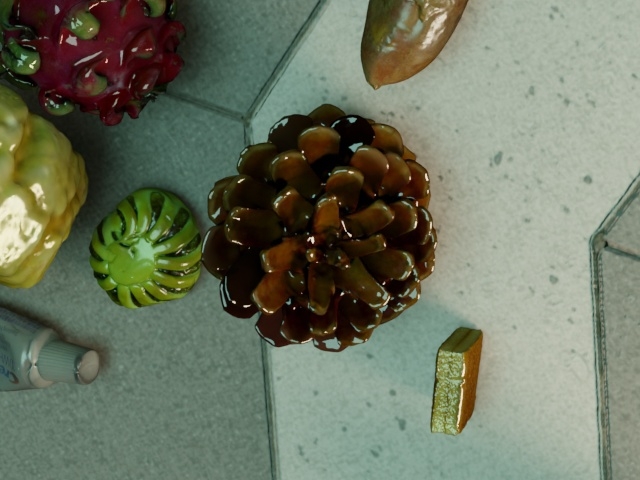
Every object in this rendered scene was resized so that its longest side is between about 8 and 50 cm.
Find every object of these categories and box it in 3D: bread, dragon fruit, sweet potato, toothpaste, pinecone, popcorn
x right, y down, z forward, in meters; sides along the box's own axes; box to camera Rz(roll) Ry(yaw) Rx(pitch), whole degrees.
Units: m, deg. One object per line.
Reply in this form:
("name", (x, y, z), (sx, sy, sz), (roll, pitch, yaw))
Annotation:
("bread", (0.142, 0.146, 1.889), (0.035, 0.090, 0.094), (9, 104, 15))
("dragon fruit", (-0.251, -0.246, 1.921), (0.218, 0.273, 0.198), (-38, 128, 24))
("sweet potato", (0.141, -0.320, 1.790), (0.109, 0.109, 0.385), (34, 105, 12))
("bread", (-0.196, 0.012, 2.011), (0.139, 0.071, 0.130), (-22, 97, 25))
("toothpaste", (-0.381, 0.124, 2.119), (0.282, 0.068, 0.099), (8, 77, 27))
("pinecone", (-0.004, -0.008, 1.824), (0.264, 0.264, 0.264), (5, 103, 21))
("popcorn", (-0.410, -0.073, 1.951), (0.334, 0.293, 0.292), (-7, 105, 33))
